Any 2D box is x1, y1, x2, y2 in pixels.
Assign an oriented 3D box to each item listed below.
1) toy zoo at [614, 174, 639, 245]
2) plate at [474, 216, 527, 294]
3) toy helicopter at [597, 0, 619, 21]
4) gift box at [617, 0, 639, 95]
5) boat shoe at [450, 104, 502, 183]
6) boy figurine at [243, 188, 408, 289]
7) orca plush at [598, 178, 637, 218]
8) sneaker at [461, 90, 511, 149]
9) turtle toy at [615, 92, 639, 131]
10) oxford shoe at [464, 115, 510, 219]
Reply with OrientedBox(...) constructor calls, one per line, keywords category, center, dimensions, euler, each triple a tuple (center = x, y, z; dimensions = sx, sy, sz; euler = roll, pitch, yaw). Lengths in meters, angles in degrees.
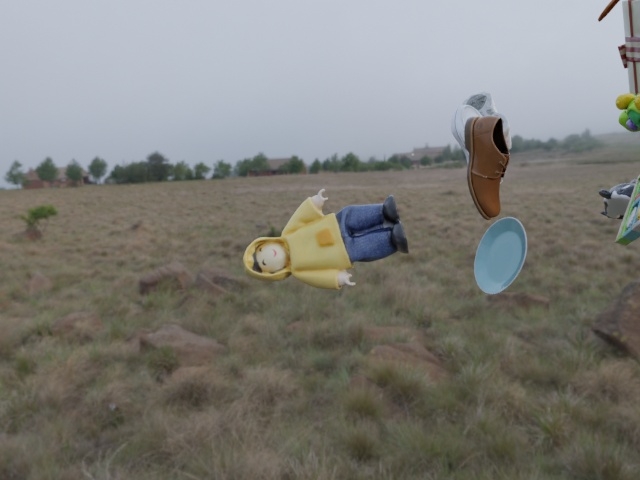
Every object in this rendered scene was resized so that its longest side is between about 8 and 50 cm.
OrientedBox(category="toy zoo", center=(0.768, -0.105, 1.223), dimensions=(0.030, 0.192, 0.293), euler=(20, -5, 20))
OrientedBox(category="plate", center=(0.427, 0.038, 1.230), dimensions=(0.024, 0.188, 0.188), euler=(16, 3, -17))
OrientedBox(category="toy helicopter", center=(0.503, -0.348, 0.626), dimensions=(0.235, 0.354, 0.140), euler=(23, 0, 14))
OrientedBox(category="gift box", center=(0.807, -0.452, 1.103), dimensions=(0.255, 0.276, 0.258), euler=(-7, 18, 13))
OrientedBox(category="boat shoe", center=(0.377, -0.236, 1.217), dimensions=(0.095, 0.258, 0.084), euler=(-4, -33, -12))
OrientedBox(category="boy figurine", center=(0.000, 0.000, 0.895), dimensions=(0.285, 0.177, 0.092), euler=(-13, -12, 9))
OrientedBox(category="orca plush", center=(0.934, -0.128, 1.570), dimensions=(0.151, 0.102, 0.287), euler=(38, 5, 33))
OrientedBox(category="sneaker", center=(0.464, -0.323, 1.458), dimensions=(0.090, 0.115, 0.232), euler=(-24, 43, 17))
OrientedBox(category="turtle toy", center=(0.509, -0.199, 0.804), dimensions=(0.095, 0.066, 0.130), euler=(-10, 14, 1))
OrientedBox(category="oxford shoe", center=(0.339, -0.142, 1.038), dimensions=(0.076, 0.212, 0.076), euler=(4, 21, 46))
